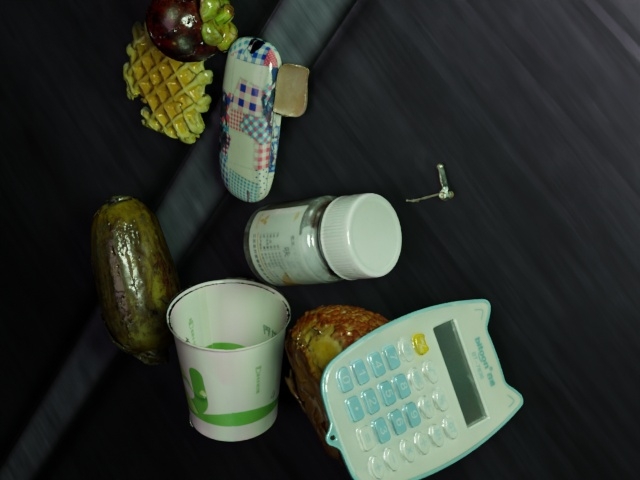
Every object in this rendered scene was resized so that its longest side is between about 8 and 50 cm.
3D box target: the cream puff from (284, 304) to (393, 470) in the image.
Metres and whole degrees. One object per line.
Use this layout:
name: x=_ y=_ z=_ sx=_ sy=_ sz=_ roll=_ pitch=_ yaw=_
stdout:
cream puff: x=0.082 y=0.263 z=1.847 sx=0.350 sy=0.229 sz=0.350 roll=160 pitch=90 yaw=-76

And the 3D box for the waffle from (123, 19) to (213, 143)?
waffle: x=-0.325 y=-0.338 z=2.150 sx=0.261 sy=0.056 sz=0.250 roll=27 pitch=122 yaw=36

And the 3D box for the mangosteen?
mangosteen: x=-0.239 y=-0.419 z=1.966 sx=0.180 sy=0.166 sz=0.166 roll=2 pitch=106 yaw=32

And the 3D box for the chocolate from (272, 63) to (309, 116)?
chocolate: x=-0.054 y=-0.284 z=1.923 sx=0.064 sy=0.031 sz=0.100 roll=5 pitch=111 yaw=1

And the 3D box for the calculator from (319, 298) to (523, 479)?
calculator: x=0.159 y=0.251 z=1.683 sx=0.054 sy=0.386 sz=0.256 roll=-17 pitch=93 yaw=56

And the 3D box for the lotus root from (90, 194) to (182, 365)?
lotus root: x=-0.415 y=0.093 z=2.312 sx=0.196 sy=0.179 sz=0.397 roll=-4 pitch=98 yaw=61

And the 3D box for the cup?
cup: x=-0.183 y=0.251 z=2.117 sx=0.253 sy=0.253 sz=0.274 roll=24 pitch=129 yaw=35

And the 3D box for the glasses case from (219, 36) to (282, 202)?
glasses case: x=-0.137 y=-0.232 z=1.995 sx=0.125 sy=0.076 sz=0.327 roll=27 pitch=122 yaw=37

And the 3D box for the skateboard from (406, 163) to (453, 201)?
skateboard: x=0.186 y=-0.093 z=1.780 sx=0.083 sy=0.032 sz=0.064 roll=-17 pitch=83 yaw=43

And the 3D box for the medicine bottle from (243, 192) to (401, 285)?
medicine bottle: x=0.000 y=0.000 z=1.888 sx=0.273 sy=0.165 sz=0.165 roll=-5 pitch=102 yaw=45
